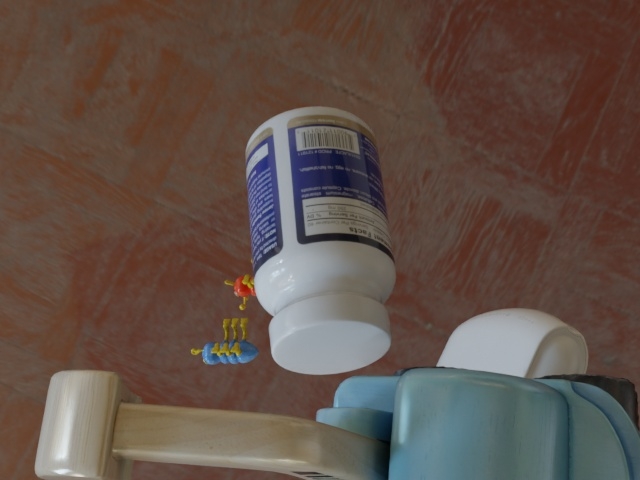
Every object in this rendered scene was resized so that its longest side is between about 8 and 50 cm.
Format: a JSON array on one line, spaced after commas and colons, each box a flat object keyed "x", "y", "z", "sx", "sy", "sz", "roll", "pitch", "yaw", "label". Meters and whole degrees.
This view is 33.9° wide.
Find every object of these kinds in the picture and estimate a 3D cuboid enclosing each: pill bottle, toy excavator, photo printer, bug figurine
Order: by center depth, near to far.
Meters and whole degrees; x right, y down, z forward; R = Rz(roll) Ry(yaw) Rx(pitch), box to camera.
[{"x": 0.048, "y": 0.187, "z": 0.895, "sx": 0.433, "sy": 0.445, "sz": 0.222, "roll": -2, "pitch": 70, "yaw": 23, "label": "toy excavator"}, {"x": 0.000, "y": 0.000, "z": 1.134, "sx": 0.153, "sy": 0.153, "sz": 0.265, "roll": -5, "pitch": 58, "yaw": 0, "label": "pill bottle"}, {"x": 0.240, "y": 0.238, "z": 1.484, "sx": 0.107, "sy": 0.256, "sz": 0.307, "roll": 31, "pitch": 77, "yaw": -19, "label": "photo printer"}, {"x": -0.077, "y": 0.123, "z": 1.697, "sx": 0.216, "sy": 0.279, "sz": 0.072, "roll": -1, "pitch": 121, "yaw": 15, "label": "bug figurine"}]
